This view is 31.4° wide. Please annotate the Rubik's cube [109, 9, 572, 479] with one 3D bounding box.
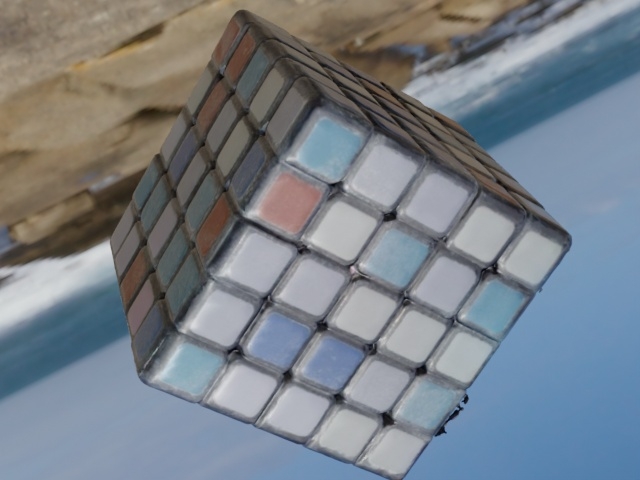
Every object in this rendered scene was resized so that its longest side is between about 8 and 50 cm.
[{"bbox_3d":[0.000,0.000,1.064,0.292,0.293,0.287,-60,-154,15],"label":"Rubik's cube"}]
